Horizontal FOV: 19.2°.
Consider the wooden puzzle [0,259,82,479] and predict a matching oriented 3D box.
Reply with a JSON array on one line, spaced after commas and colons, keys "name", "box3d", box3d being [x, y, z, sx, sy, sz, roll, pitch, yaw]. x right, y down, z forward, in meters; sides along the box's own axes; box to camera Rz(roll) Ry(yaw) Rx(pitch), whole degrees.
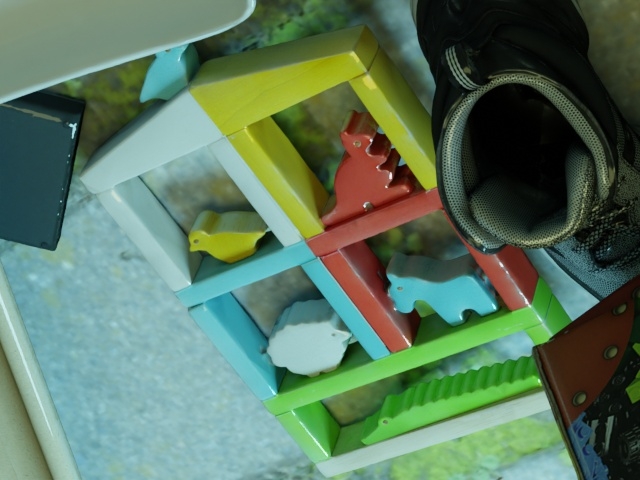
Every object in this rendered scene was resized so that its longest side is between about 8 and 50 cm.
[{"name": "wooden puzzle", "box3d": [-0.309, 0.082, 1.114, 0.348, 0.080, 0.322, -2, 128, 15]}]

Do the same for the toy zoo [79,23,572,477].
[{"name": "toy zoo", "box3d": [0.000, 0.000, 1.042, 0.192, 0.030, 0.293, -21, 118, 31]}]

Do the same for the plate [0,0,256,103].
[{"name": "plate", "box3d": [-0.193, -0.197, 0.914, 0.277, 0.045, 0.278, -14, 116, 32]}]

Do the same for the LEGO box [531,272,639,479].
[{"name": "LEGO box", "box3d": [0.409, 0.130, 0.915, 0.372, 0.193, 0.500, -39, 124, 18]}]

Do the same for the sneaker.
[{"name": "sneaker", "box3d": [0.129, -0.021, 0.959, 0.101, 0.153, 0.268, -27, 116, 22]}]

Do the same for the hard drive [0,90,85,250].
[{"name": "hard drive", "box3d": [-0.205, -0.050, 1.058, 0.135, 0.022, 0.094, 14, 123, -2]}]
